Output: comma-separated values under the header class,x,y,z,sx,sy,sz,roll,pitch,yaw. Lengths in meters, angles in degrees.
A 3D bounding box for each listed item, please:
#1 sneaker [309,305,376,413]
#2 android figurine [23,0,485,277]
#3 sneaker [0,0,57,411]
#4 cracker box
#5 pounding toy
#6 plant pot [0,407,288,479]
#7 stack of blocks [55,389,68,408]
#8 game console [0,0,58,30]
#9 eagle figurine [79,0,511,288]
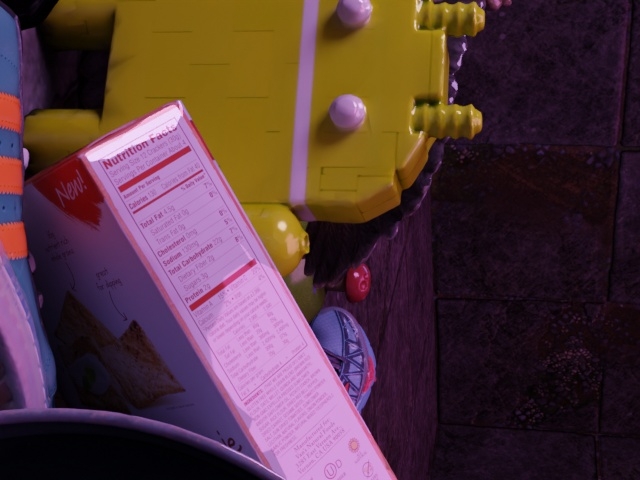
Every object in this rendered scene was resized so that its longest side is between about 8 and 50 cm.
class,x,y,z,sx,sy,sz,roll,pitch,yaw
sneaker,0.005,0.188,1.258,0.125,0.104,0.262,69,25,-56
android figurine,-0.040,-0.097,0.601,0.056,0.272,0.248,51,43,-72
sneaker,-0.163,-0.035,0.429,0.121,0.108,0.302,-65,153,-51
cracker box,-0.075,0.062,0.523,0.067,0.155,0.232,-36,102,-38
pounding toy,0.000,0.000,1.188,0.183,0.110,0.237,-4,96,-78
plant pot,-0.100,0.215,0.422,0.196,0.293,0.293,120,-26,-81
stack of blocks,-0.133,0.211,0.655,0.171,0.087,0.297,60,34,-68
game console,-0.155,-0.287,0.587,0.361,0.043,0.213,-74,162,-46
eagle figurine,0.014,-0.138,0.706,0.298,0.226,0.225,-46,114,-36
